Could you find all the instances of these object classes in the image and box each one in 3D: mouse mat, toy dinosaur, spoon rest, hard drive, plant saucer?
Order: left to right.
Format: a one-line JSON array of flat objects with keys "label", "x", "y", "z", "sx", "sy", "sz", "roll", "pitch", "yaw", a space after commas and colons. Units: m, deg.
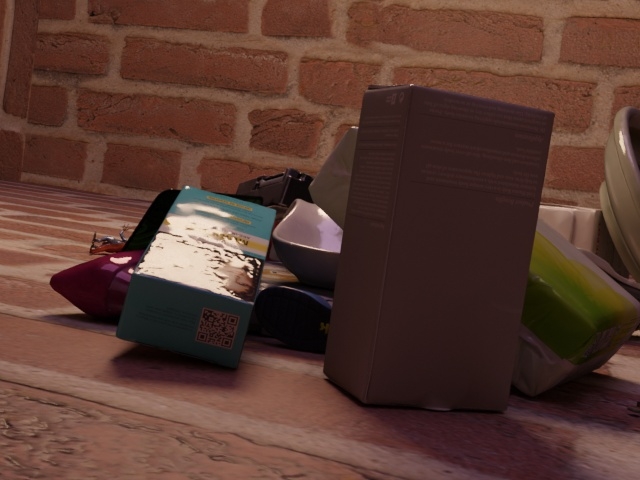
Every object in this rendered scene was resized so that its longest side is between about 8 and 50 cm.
[{"label": "toy dinosaur", "x": -0.319, "y": 0.014, "z": 1.473, "sx": 0.082, "sy": 0.047, "sz": 0.090, "roll": 16, "pitch": 35, "yaw": -14}, {"label": "mouse mat", "x": -0.151, "y": 0.007, "z": 1.027, "sx": 0.007, "sy": 0.152, "sz": 0.190, "roll": 45, "pitch": 20, "yaw": 23}, {"label": "spoon rest", "x": 0.000, "y": 0.000, "z": 1.028, "sx": 0.137, "sy": 0.084, "sz": 0.276, "roll": 6, "pitch": 3, "yaw": -16}, {"label": "hard drive", "x": 0.056, "y": -0.005, "z": 1.365, "sx": 0.339, "sy": 0.064, "sz": 0.237, "roll": 23, "pitch": -11, "yaw": -21}, {"label": "plant saucer", "x": 0.551, "y": -0.022, "z": 1.534, "sx": 0.101, "sy": 0.400, "sz": 0.400, "roll": -27, "pitch": -15, "yaw": 30}]

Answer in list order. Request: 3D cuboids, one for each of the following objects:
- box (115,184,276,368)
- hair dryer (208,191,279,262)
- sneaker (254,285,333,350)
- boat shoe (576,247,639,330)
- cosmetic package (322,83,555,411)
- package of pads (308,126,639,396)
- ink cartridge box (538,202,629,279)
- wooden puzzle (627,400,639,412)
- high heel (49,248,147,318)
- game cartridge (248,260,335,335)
[{"label": "box", "x": -0.102, "y": 0.023, "z": 0.840, "sx": 0.101, "sy": 0.060, "sz": 0.244, "roll": 15, "pitch": 19, "yaw": -4}, {"label": "hair dryer", "x": -0.061, "y": 0.016, "z": 1.247, "sx": 0.294, "sy": 0.080, "sz": 0.224, "roll": 17, "pitch": -8, "yaw": -21}, {"label": "sneaker", "x": 0.008, "y": 0.078, "z": 0.884, "sx": 0.144, "sy": 0.053, "sz": 0.059, "roll": 16, "pitch": 4, "yaw": 1}, {"label": "boat shoe", "x": 0.404, "y": 0.089, "z": 1.281, "sx": 0.228, "sy": 0.068, "sz": 0.081, "roll": 27, "pitch": -26, "yaw": -16}, {"label": "cosmetic package", "x": 0.088, "y": 0.006, "z": 0.728, "sx": 0.127, "sy": 0.237, "sz": 0.107, "roll": 9, "pitch": 5, "yaw": -20}, {"label": "package of pads", "x": 0.159, "y": 0.015, "z": 0.919, "sx": 0.296, "sy": 0.101, "sz": 0.229, "roll": 44, "pitch": 20, "yaw": 23}, {"label": "ink cartridge box", "x": 0.421, "y": 0.025, "z": 1.619, "sx": 0.168, "sy": 0.171, "sz": 0.233, "roll": 8, "pitch": 3, "yaw": 33}, {"label": "wooden puzzle", "x": 0.294, "y": 0.144, "z": 0.775, "sx": 0.083, "sy": 0.006, "sz": 0.049, "roll": 8, "pitch": 4, "yaw": 0}, {"label": "high heel", "x": -0.173, "y": 0.036, "z": 0.974, "sx": 0.117, "sy": 0.082, "sz": 0.244, "roll": 13, "pitch": 15, "yaw": 12}, {"label": "game cartridge", "x": -0.002, "y": 0.066, "z": 1.060, "sx": 0.198, "sy": 0.062, "sz": 0.297, "roll": 3, "pitch": 4, "yaw": -8}]
